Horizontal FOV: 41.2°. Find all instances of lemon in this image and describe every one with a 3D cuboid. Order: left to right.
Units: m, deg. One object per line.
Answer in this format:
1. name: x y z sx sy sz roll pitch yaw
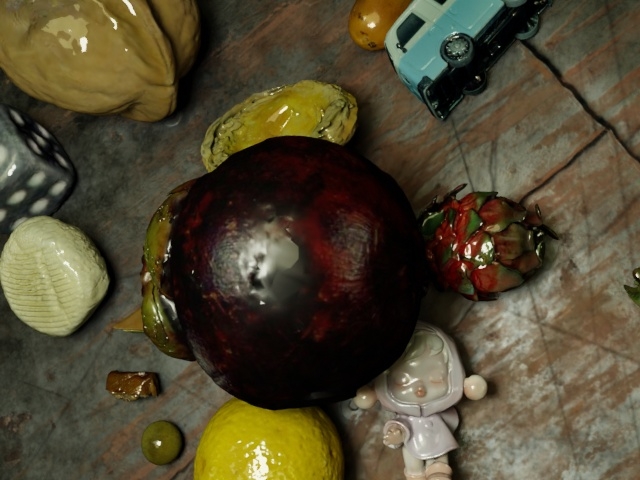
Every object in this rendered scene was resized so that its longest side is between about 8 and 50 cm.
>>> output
1. lemon: -0.077 0.339 1.292 0.228 0.228 0.253 -4 75 18

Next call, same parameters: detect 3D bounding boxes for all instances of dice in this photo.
1. dice: -0.587 -0.131 1.583 0.182 0.181 0.183 -40 68 8

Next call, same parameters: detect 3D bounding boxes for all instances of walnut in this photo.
1. walnut: -0.394 -0.393 1.498 0.384 0.383 0.383 -4 78 18

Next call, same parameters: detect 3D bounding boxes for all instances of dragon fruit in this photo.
1. dragon fruit: 0.241 0.006 1.280 0.189 0.182 0.182 19 86 30

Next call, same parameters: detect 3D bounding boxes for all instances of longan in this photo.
1. longan: -0.273 0.344 1.448 0.083 0.075 0.075 -16 69 59

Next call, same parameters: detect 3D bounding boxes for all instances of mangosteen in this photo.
1. mangosteen: -0.055 0.063 1.184 0.421 0.381 0.381 -31 70 27

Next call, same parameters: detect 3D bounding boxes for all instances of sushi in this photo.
1. sushi: -0.328 0.254 1.486 0.120 0.052 0.055 -2 79 19

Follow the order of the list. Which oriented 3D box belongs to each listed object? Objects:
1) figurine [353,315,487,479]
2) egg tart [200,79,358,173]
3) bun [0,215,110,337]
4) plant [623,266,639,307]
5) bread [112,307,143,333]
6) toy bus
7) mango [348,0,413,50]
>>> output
1. figurine: 0.151 0.245 1.284 0.200 0.133 0.276 -5 82 6
2. egg tart: -0.064 -0.161 1.408 0.288 0.118 0.288 -15 40 13
3. bun: -0.474 0.058 1.532 0.220 0.134 0.220 9 110 28
4. plant: 0.567 0.125 1.146 0.251 0.180 0.333 -21 77 25
5. bread: -0.286 0.121 1.488 0.139 0.074 0.084 -1 79 21
6. toy bus: 0.225 -0.348 1.373 0.271 0.133 0.165 -47 64 3
7. mango: 0.109 -0.399 1.448 0.105 0.084 0.159 18 86 16
